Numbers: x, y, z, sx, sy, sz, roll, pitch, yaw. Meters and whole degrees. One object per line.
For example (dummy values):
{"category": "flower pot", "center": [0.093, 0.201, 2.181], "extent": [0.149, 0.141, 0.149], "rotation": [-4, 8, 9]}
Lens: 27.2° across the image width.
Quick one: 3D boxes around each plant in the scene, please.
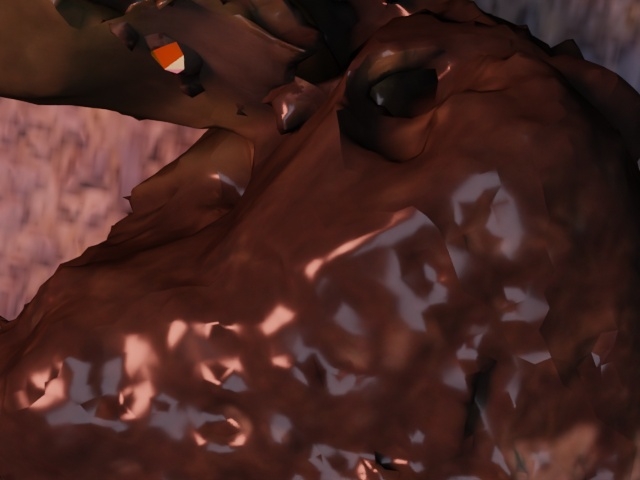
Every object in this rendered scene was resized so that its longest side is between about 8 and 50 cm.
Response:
{"category": "plant", "center": [0.000, 0.000, 0.418], "extent": [0.213, 0.215, 0.312], "rotation": [-21, 98, 11]}
